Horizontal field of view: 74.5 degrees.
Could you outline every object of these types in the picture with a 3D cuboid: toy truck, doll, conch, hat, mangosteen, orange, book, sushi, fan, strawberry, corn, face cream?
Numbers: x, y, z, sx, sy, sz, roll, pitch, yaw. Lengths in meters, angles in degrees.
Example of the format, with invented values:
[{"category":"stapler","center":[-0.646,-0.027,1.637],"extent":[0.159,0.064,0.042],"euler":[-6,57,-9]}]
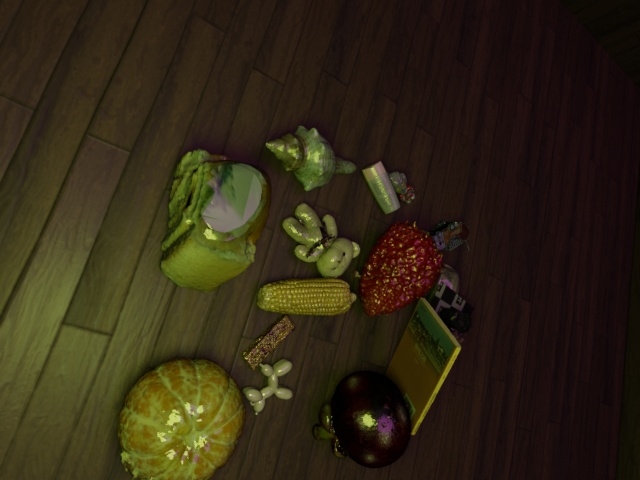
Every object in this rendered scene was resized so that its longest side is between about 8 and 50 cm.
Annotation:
[{"category":"toy truck","center":[0.516,-0.009,1.772],"extent":[0.177,0.080,0.115],"euler":[-25,108,-32]},{"category":"doll","center":[-0.164,0.459,1.317],"extent":[0.160,0.059,0.161],"euler":[-1,94,-30]},{"category":"doll","center":[-0.003,0.003,1.428],"extent":[0.278,0.149,0.175],"euler":[44,98,-7]},{"category":"doll","center":[0.314,-0.215,1.675],"extent":[0.094,0.079,0.180],"euler":[-45,119,12]},{"category":"conch","center":[-0.017,-0.267,1.425],"extent":[0.386,0.169,0.203],"euler":[15,103,-27]},{"category":"hat","center":[0.498,0.166,1.679],"extent":[0.149,0.245,0.214],"euler":[18,74,11]},{"category":"mangosteen","center":[0.144,0.574,1.369],"extent":[0.293,0.297,0.297],"euler":[11,79,-11]},{"category":"orange","center":[-0.351,0.473,1.096],"extent":[0.329,0.249,0.329],"euler":[-2,93,-28]},{"category":"book","center":[0.327,0.417,1.415],"extent":[0.028,0.262,0.374],"euler":[11,114,-17]},{"category":"sushi","center":[0.500,0.390,1.631],"extent":[0.296,0.100,0.373],"euler":[34,80,-38]},{"category":"fan","center":[0.651,-0.015,1.894],"extent":[0.085,0.005,0.133],"euler":[-20,94,-32]},{"category":"strawberry","center":[0.260,0.102,1.507],"extent":[0.343,0.292,0.292],"euler":[-35,104,-14]},{"category":"corn","center":[-0.036,0.184,1.387],"extent":[0.346,0.130,0.130],"euler":[5,82,-28]},{"category":"face cream","center":[0.237,-0.203,1.624],"extent":[0.084,0.057,0.198],"euler":[-24,102,14]}]

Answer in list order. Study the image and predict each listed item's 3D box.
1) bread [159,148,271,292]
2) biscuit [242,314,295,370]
[{"category":"bread","center":[-0.288,-0.054,1.181],"extent":[0.239,0.264,0.395],"euler":[15,76,-34]},{"category":"biscuit","center":[-0.165,0.322,1.348],"extent":[0.199,0.034,0.064],"euler":[-42,107,-28]}]
